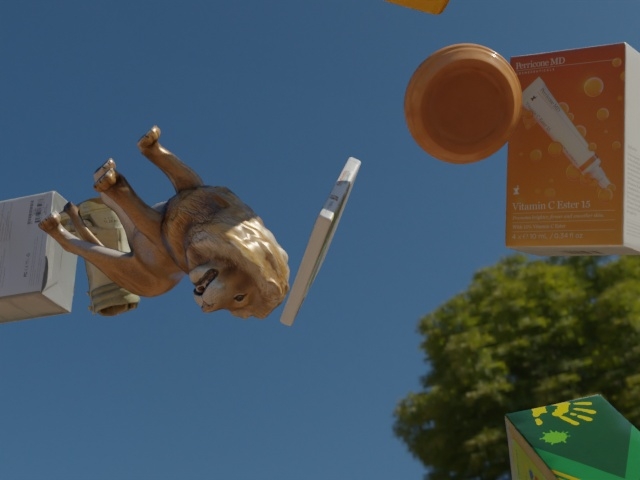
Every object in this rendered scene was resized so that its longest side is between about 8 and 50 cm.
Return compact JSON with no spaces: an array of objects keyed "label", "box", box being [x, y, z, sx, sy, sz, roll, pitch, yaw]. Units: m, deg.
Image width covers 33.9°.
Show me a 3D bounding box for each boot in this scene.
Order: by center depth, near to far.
[{"label":"boot","box":[-0.319,0.029,1.512,0.077,0.165,0.213,-9,-4,-29]}]

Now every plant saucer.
[{"label":"plant saucer","box":[0.237,-0.221,1.719,0.199,0.037,0.200,-2,-73,-7]}]

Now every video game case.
[{"label":"video game case","box":[0.000,0.000,1.742,0.026,0.206,0.227,23,-56,3]}]

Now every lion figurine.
[{"label":"lion figurine","box":[-0.193,0.004,1.304,0.240,0.142,0.392,47,-23,-15]}]

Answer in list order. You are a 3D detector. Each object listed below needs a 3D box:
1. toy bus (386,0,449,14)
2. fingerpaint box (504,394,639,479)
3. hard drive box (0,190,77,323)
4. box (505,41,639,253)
[{"label":"toy bus","box":[0.154,-0.438,1.195,0.108,0.130,0.333,12,-51,-18]},{"label":"fingerpaint box","box":[0.405,0.491,1.413,0.163,0.371,0.445,-11,-73,-8]},{"label":"hard drive box","box":[-0.511,0.034,1.678,0.232,0.181,0.089,-8,-28,18]},{"label":"box","box":[0.459,-0.150,1.848,0.215,0.345,0.168,-2,-7,34]}]
